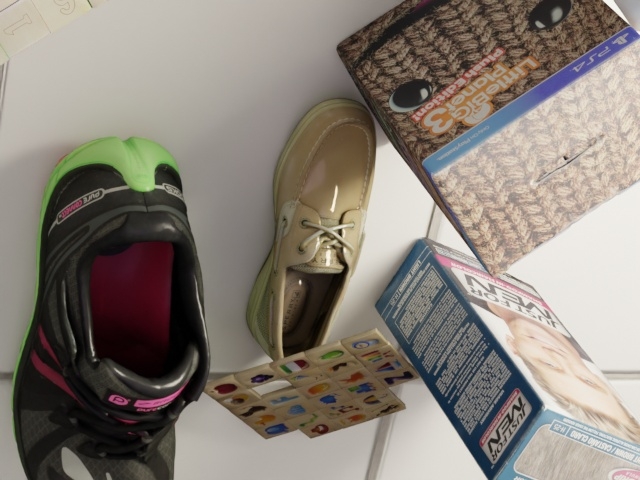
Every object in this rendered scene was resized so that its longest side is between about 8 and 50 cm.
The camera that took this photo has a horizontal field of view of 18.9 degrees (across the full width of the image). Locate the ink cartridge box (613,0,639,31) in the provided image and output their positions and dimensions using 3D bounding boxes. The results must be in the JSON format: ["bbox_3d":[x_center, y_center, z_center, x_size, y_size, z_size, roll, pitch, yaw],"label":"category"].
[{"bbox_3d":[0.342,-0.420,1.722,0.279,0.160,0.384,47,56,-35],"label":"ink cartridge box"}]

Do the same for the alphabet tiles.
[{"bbox_3d":[0.004,0.163,2.070,0.198,0.009,0.237,-19,154,12],"label":"alphabet tiles"}]

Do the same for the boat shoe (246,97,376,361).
[{"bbox_3d":[0.000,0.000,2.002,0.109,0.098,0.302,7,117,-23],"label":"boat shoe"}]

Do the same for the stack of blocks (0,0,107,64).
[{"bbox_3d":[-0.332,-0.212,1.698,0.297,0.171,0.087,-32,125,-6],"label":"stack of blocks"}]

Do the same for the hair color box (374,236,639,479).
[{"bbox_3d":[0.203,0.143,2.009,0.174,0.347,0.105,23,109,-30],"label":"hair color box"}]

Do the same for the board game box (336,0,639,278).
[{"bbox_3d":[0.182,-0.142,1.869,0.232,0.291,0.141,-34,125,1],"label":"board game box"}]

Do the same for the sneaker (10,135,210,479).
[{"bbox_3d":[-0.213,0.137,1.942,0.185,0.202,0.482,-7,121,-16],"label":"sneaker"}]
